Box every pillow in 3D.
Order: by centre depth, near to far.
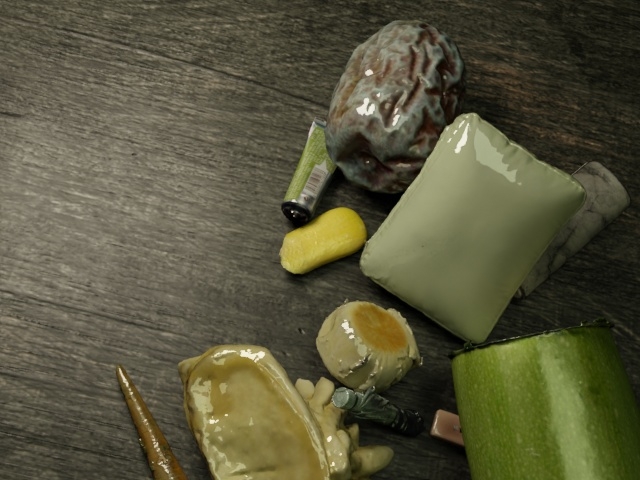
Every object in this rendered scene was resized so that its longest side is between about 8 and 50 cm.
[{"bbox_3d":[0.242,-0.018,1.444,0.255,0.120,0.322,34,103,-2],"label":"pillow"}]

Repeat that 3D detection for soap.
[{"bbox_3d":[0.000,0.000,1.516,0.168,0.033,0.089,-22,66,-17],"label":"soap"}]

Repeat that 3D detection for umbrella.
[{"bbox_3d":[0.089,0.256,1.355,0.188,0.046,0.050,28,60,-39],"label":"umbrella"}]

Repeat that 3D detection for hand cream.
[{"bbox_3d":[-0.008,-0.120,1.565,0.086,0.055,0.235,23,55,1],"label":"hand cream"}]

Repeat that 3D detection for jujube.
[{"bbox_3d":[0.137,-0.236,1.550,0.226,0.226,0.317,24,59,2],"label":"jujube"}]

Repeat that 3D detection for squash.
[{"bbox_3d":[0.344,0.318,1.288,0.263,0.263,0.384,-7,73,-12],"label":"squash"}]

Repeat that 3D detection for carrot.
[{"bbox_3d":[-0.255,0.296,1.340,0.049,0.049,0.254,-23,69,-18],"label":"carrot"}]

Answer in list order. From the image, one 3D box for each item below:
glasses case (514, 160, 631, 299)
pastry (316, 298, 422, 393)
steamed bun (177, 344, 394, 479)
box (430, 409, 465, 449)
[{"bbox_3d":[0.418,-0.021,1.577,0.299,0.060,0.114,-37,78,-21],"label":"glasses case"},{"bbox_3d":[0.074,0.165,1.404,0.166,0.088,0.166,24,38,-20],"label":"pastry"},{"bbox_3d":[-0.029,0.334,1.304,0.247,0.189,0.428,-29,71,6],"label":"steamed bun"},{"bbox_3d":[0.234,0.309,1.420,0.115,0.025,0.048,21,66,0],"label":"box"}]
